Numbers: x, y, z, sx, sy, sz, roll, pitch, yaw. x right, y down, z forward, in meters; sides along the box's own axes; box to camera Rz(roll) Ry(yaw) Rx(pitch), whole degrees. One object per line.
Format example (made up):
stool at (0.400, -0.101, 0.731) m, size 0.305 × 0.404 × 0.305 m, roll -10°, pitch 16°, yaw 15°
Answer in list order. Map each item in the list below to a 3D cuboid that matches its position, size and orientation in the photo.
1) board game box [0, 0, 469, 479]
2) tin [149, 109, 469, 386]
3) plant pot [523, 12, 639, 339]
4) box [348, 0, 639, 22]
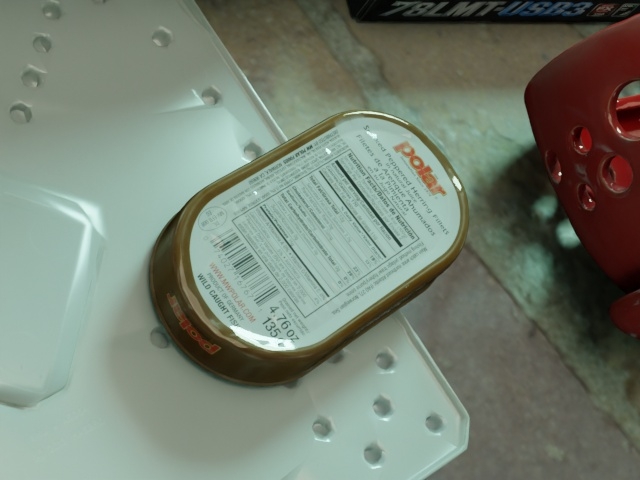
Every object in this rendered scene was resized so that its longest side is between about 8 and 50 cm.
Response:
board game box at (-0.172, 0.026, 0.645) m, size 0.390 × 0.050 × 0.390 m, roll -27°, pitch 79°, yaw -34°
tin at (0.000, 0.000, 0.693) m, size 0.190 × 0.040 × 0.106 m, roll -33°, pitch 87°, yaw -35°
plant pot at (0.232, -0.037, 0.799) m, size 0.191 × 0.191 × 0.174 m, roll -7°, pitch 78°, yaw -29°
box at (0.126, -0.291, 0.945) m, size 0.293 × 0.073 × 0.295 m, roll -4°, pitch 68°, yaw -27°
